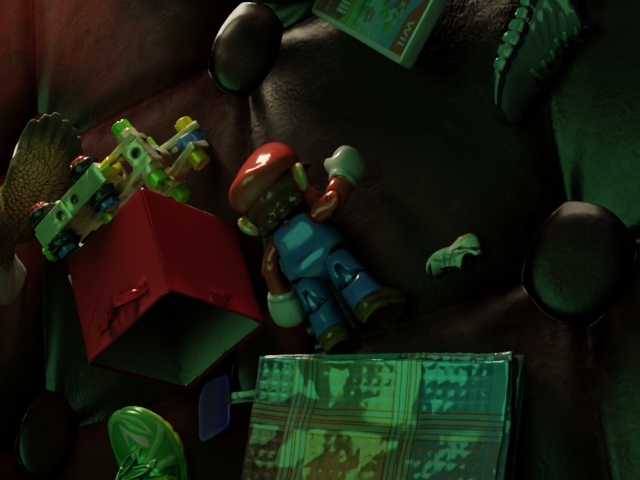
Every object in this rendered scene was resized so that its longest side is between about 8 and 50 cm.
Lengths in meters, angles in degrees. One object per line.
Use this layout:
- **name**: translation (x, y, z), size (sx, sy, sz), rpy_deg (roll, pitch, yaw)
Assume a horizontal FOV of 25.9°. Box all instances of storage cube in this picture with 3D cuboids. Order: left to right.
- **storage cube**: translation (-0.224, 0.071, 1.995), size (0.183, 0.215, 0.193), rpy_deg (-41, 49, 27)

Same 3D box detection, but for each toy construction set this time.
- **toy construction set**: translation (-0.310, -0.048, 2.111), size (0.151, 0.215, 0.328), rpy_deg (37, 108, 21)

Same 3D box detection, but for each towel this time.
- **towel**: translation (0.065, 0.268, 1.721), size (0.370, 0.040, 0.272), rpy_deg (-2, 68, 28)

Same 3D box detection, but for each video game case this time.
- **video game case**: translation (0.098, -0.365, 1.903), size (0.204, 0.025, 0.285), rpy_deg (-62, 33, 9)

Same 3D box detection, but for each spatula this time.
- **spatula**: translation (-0.077, 0.210, 1.941), size (0.296, 0.030, 0.084), rpy_deg (-21, 63, 37)

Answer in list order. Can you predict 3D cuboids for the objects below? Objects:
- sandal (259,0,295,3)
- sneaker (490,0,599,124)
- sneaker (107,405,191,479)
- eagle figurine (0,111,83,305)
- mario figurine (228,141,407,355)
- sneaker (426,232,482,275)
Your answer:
- **sandal**: translation (-0.065, -0.404, 2.034), size (0.445, 0.167, 0.107), rpy_deg (6, 118, 55)
- **sneaker**: translation (0.284, -0.245, 1.722), size (0.098, 0.083, 0.224), rpy_deg (20, 95, 31)
- **sneaker**: translation (-0.253, 0.363, 1.994), size (0.109, 0.123, 0.296), rpy_deg (-39, 55, 27)
- **eagle figurine**: translation (-0.529, -0.053, 2.284), size (0.298, 0.225, 0.226), rpy_deg (-34, 47, 39)
- **mario figurine**: translation (0.000, 0.000, 1.902), size (0.198, 0.170, 0.321), rpy_deg (-24, 64, -14)
- **sneaker**: translation (0.170, 0.026, 1.776), size (0.083, 0.032, 0.037), rpy_deg (-38, 56, 28)
